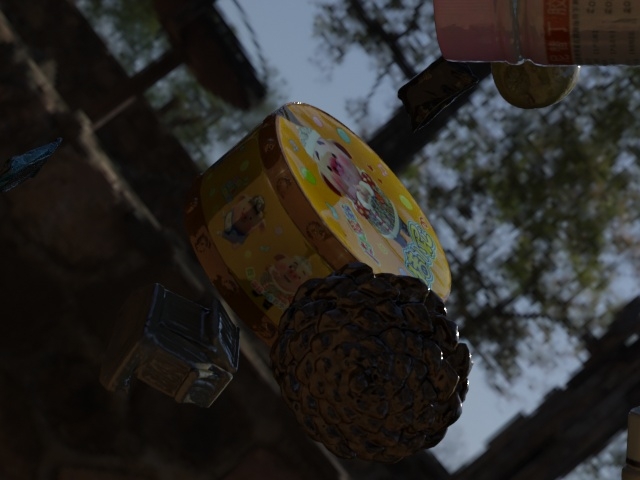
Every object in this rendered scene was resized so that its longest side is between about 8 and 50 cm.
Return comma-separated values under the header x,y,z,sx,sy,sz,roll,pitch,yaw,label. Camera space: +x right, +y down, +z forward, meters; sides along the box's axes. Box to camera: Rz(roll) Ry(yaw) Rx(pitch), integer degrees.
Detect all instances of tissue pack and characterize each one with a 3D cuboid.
x,y,z,sx,sy,sz,roll,pitch,yaw,label
-0.418,-0.099,1.884,0.028,0.085,0.138,49,29,4,tissue pack

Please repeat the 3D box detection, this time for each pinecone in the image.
x,y,z,sx,sy,sz,roll,pitch,yaw,label
0.053,0.148,1.629,0.243,0.243,0.257,53,-14,-11,pinecone

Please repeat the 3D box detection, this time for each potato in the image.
x,y,z,sx,sy,sz,roll,pitch,yaw,label
0.372,-0.330,2.341,0.157,0.157,0.194,44,-30,39,potato

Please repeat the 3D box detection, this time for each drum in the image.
x,y,z,sx,sy,sz,roll,pitch,yaw,label
0.000,0.000,2.173,0.431,0.214,0.431,41,23,-22,drum

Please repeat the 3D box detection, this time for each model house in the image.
x,y,z,sx,sy,sz,roll,pitch,yaw,label
-0.206,0.154,1.972,0.188,0.122,0.229,21,31,-11,model house

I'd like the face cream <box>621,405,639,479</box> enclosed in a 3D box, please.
x,y,z,sx,sy,sz,roll,pitch,yaw,label
0.379,0.343,1.510,0.143,0.089,0.314,-143,-127,-85,face cream

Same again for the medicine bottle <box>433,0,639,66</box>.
x,y,z,sx,sy,sz,roll,pitch,yaw,label
0.303,-0.308,1.616,0.316,0.202,0.202,2,-29,16,medicine bottle

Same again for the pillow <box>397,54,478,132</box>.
x,y,z,sx,sy,sz,roll,pitch,yaw,label
0.192,-0.257,2.269,0.048,0.150,0.090,3,54,-57,pillow
